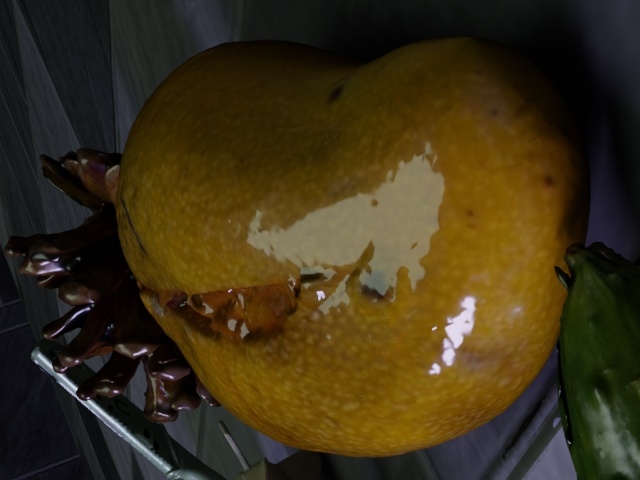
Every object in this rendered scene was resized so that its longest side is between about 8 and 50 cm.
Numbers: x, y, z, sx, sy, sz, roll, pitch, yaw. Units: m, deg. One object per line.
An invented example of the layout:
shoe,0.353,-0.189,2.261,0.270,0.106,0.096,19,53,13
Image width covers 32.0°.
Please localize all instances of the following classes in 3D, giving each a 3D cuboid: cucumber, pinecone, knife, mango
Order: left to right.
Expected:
pinecone,-0.116,0.024,0.733,0.179,0.149,0.195,5,117,64
knife,-0.105,0.162,0.818,0.293,0.019,0.043,48,-165,-29
mango,-0.006,0.002,0.451,0.295,0.120,0.177,1,111,70
cucumber,0.115,0.104,0.303,0.069,0.069,0.228,130,122,-68

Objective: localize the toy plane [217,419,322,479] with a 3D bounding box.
toy plane,0.006,0.232,0.685,0.242,0.104,0.256,72,174,-54
